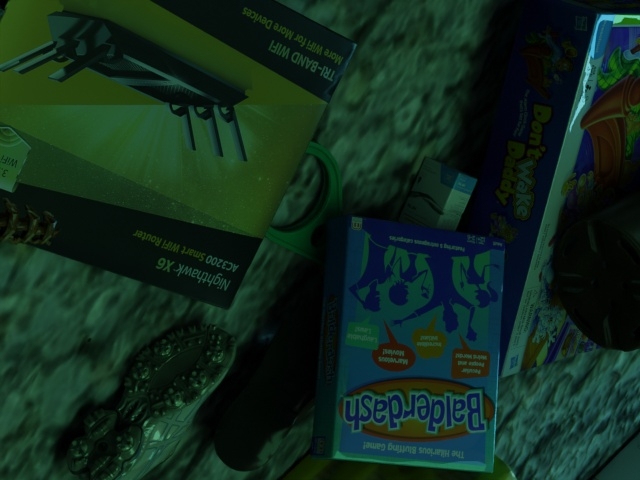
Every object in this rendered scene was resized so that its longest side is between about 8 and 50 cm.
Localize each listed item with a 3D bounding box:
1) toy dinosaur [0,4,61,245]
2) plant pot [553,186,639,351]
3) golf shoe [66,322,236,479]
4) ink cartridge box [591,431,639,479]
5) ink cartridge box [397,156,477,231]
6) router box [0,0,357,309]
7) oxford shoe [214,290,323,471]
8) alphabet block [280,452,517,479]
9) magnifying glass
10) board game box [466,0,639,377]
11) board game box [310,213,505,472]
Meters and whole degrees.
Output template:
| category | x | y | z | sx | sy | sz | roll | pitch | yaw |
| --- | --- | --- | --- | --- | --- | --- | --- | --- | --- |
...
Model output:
| category | x | y | z | sx | sy | sz | roll | pitch | yaw |
| --- | --- | --- | --- | --- | --- | --- | --- | --- | --- |
| toy dinosaur | -0.317 | -0.095 | 1.040 | 0.322 | 0.164 | 0.218 | 31 | 93 | -40 |
| plant pot | 0.313 | 0.017 | 1.486 | 0.165 | 0.167 | 0.167 | -19 | 123 | -35 |
| golf shoe | -0.138 | 0.146 | 1.388 | 0.176 | 0.069 | 0.086 | -43 | 152 | -11 |
| ink cartridge box | 0.391 | 0.346 | 1.872 | 0.353 | 0.119 | 0.207 | -42 | 131 | -16 |
| ink cartridge box | 0.104 | -0.029 | 1.496 | 0.028 | 0.048 | 0.083 | 16 | 99 | -44 |
| router box | -0.146 | -0.103 | 1.230 | 0.309 | 0.081 | 0.243 | 21 | 98 | -43 |
| oxford shoe | -0.019 | 0.114 | 1.457 | 0.212 | 0.076 | 0.076 | -47 | 178 | -6 |
| alphabet block | 0.086 | 0.292 | 1.544 | 0.192 | 0.193 | 0.197 | -43 | 132 | -17 |
| magnifying glass | 0.000 | 0.000 | 1.445 | 0.092 | 0.026 | 0.231 | -42 | 130 | -15 |
| board game box | 0.247 | -0.059 | 1.550 | 0.233 | 0.078 | 0.347 | -10 | 118 | -50 |
| board game box | 0.078 | 0.093 | 1.420 | 0.160 | 0.047 | 0.210 | 8 | 80 | -24 |
